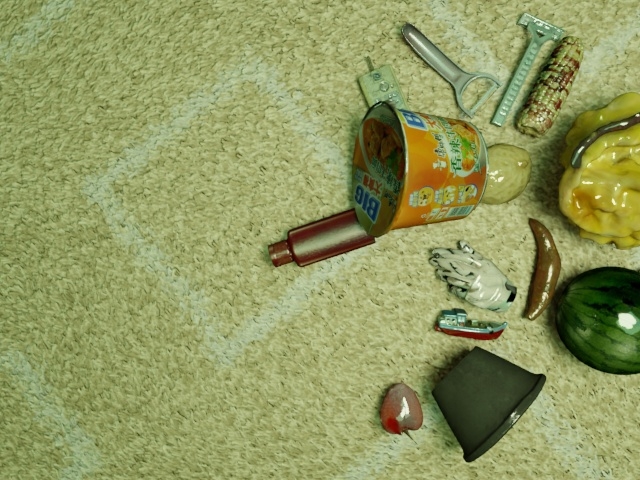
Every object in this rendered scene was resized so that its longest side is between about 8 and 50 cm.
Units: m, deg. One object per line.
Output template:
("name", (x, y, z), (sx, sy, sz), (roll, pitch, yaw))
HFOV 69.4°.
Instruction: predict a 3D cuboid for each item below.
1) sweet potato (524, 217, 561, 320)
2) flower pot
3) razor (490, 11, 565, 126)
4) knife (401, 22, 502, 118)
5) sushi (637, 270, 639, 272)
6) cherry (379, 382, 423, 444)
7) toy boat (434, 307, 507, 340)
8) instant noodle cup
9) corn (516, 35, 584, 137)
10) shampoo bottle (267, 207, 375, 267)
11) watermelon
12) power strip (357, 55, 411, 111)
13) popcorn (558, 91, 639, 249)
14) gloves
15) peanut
("sweet potato", (0.551, 0.072, 1.142), (0.078, 0.058, 0.256), (3, 86, 22))
("flower pot", (0.370, 0.360, 1.077), (0.166, 0.269, 0.269), (41, 92, 22))
("razor", (0.494, -0.413, 1.137), (0.110, 0.056, 0.278), (24, 91, 0))
("knife", (0.301, -0.426, 1.144), (0.278, 0.053, 0.123), (42, 96, 2))
("sushi", (0.792, 0.097, 1.137), (0.120, 0.055, 0.052), (-27, 79, -9))
("cherry", (0.202, 0.421, 1.140), (0.106, 0.087, 0.127), (16, 72, 3))
("toy boat", (0.371, 0.206, 1.140), (0.172, 0.069, 0.059), (7, 99, 6))
("instant noodle cup", (0.217, -0.154, 1.034), (0.213, 0.296, 0.297), (-2, 91, -18))
("corn", (0.563, -0.373, 1.123), (0.086, 0.086, 0.254), (26, 90, 1))
("shampoo bottle", (0.000, 0.000, 1.150), (0.259, 0.064, 0.102), (-19, 88, 2))
("watermelon", (0.668, 0.181, 1.050), (0.241, 0.242, 0.243), (0, 91, 2))
("power strip", (0.169, -0.338, 1.157), (0.092, 0.034, 0.268), (-22, 90, 2))
("popcorn", (0.655, -0.157, 0.990), (0.381, 0.348, 0.350), (9, 91, -35))
("gloves", (0.367, 0.083, 1.124), (0.212, 0.111, 0.128), (32, 96, -7))
("peanut", (0.430, -0.161, 1.114), (0.159, 0.109, 0.140), (-43, 118, 12))
